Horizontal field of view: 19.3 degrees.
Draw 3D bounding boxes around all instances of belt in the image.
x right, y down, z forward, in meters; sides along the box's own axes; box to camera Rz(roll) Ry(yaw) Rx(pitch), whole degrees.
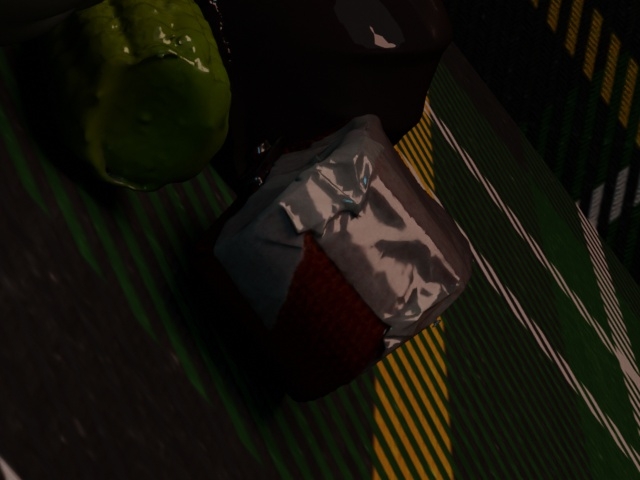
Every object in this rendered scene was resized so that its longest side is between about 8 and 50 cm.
[{"bbox_3d":[0.000,0.000,1.032,0.124,0.128,0.201,52,11,-7],"label":"belt"}]

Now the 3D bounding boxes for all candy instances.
[{"bbox_3d":[-0.110,-0.110,1.016,0.097,0.096,0.209,44,11,-37],"label":"candy"}]

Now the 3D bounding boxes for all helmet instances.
[{"bbox_3d":[-0.034,-0.175,1.242,0.305,0.177,0.225,52,16,-15],"label":"helmet"}]

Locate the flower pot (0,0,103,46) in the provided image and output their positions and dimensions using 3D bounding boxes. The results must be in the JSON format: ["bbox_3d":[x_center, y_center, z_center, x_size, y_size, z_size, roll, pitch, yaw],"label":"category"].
[{"bbox_3d":[-0.161,-0.208,0.846,0.246,0.195,0.246,51,14,-19],"label":"flower pot"}]
